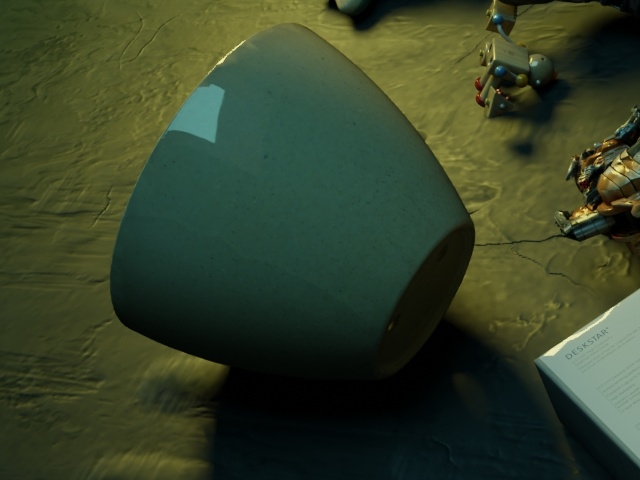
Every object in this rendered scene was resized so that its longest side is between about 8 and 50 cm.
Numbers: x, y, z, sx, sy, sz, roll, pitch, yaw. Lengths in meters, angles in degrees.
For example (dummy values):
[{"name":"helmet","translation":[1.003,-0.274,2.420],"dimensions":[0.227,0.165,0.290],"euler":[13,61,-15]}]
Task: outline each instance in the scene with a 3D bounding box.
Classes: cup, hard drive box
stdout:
[{"name":"cup","translation":[0.000,0.000,1.567],"dimensions":[0.237,0.331,0.331],"euler":[31,64,19]},{"name":"hard drive box","translation":[0.315,0.135,1.372],"dimensions":[0.181,0.089,0.232],"euler":[-33,39,-7]}]

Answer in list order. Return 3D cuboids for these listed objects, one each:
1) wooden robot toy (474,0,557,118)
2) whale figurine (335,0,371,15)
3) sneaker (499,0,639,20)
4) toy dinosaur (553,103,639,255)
[{"name":"wooden robot toy","translation":[0.213,-0.184,1.822],"dimensions":[0.079,0.076,0.173],"euler":[12,43,-7]},{"name":"whale figurine","translation":[0.110,-0.385,2.059],"dimensions":[0.272,0.141,0.216],"euler":[-54,40,6]},{"name":"sneaker","translation":[0.326,-0.285,1.793],"dimensions":[0.300,0.111,0.121],"euler":[-6,49,11]},{"name":"toy dinosaur","translation":[0.322,-0.044,1.512],"dimensions":[0.218,0.164,0.322],"euler":[-29,35,3]}]
